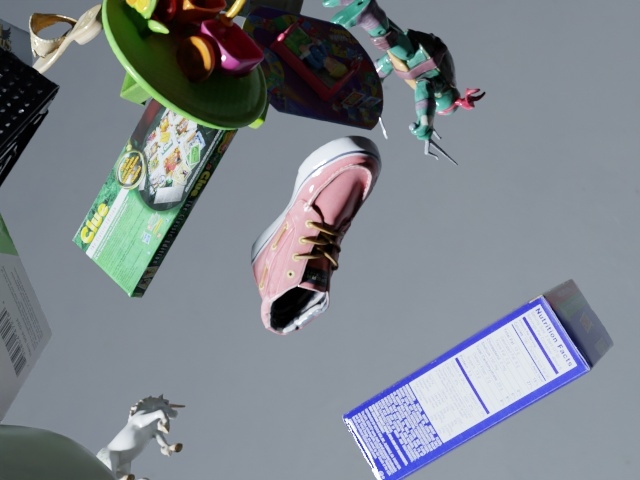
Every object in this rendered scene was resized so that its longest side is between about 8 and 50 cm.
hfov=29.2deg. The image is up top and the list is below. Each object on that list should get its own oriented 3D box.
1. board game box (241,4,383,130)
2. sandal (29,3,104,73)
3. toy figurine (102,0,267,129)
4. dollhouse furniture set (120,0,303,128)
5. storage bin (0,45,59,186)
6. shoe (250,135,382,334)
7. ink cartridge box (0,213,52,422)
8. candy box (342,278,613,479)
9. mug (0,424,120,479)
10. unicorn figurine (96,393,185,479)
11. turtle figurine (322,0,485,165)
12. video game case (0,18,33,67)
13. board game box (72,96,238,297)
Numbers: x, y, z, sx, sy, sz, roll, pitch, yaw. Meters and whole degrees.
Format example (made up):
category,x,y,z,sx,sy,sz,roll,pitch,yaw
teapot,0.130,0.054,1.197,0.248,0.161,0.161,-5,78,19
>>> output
category,x,y,z,sx,sy,sz,roll,pitch,yaw
board game box,0.001,-0.181,1.220,0.033,0.169,0.133,-41,51,44
sandal,-0.434,-0.347,2.003,0.240,0.079,0.088,-18,40,47
toy figurine,-0.055,-0.187,0.785,0.159,0.130,0.173,-43,74,34
dollhouse furniture set,-0.149,-0.333,1.830,0.151,0.198,0.301,-6,68,66
storage bin,-0.221,-0.019,0.614,0.084,0.122,0.180,34,118,-9
shoe,0.000,0.000,0.979,0.178,0.063,0.081,-51,37,41
ink cartridge box,-0.349,0.078,1.044,0.115,0.273,0.198,-13,113,12
candy box,0.220,0.187,1.652,0.317,0.268,0.122,-33,81,17
mug,-0.233,0.298,0.711,0.374,0.328,0.276,54,139,8
unicorn figurine,-0.197,0.220,1.354,0.162,0.060,0.111,-35,27,-26
turtle figurine,0.099,-0.203,1.464,0.118,0.234,0.175,-43,28,-4
video game case,-0.510,-0.219,1.397,0.270,0.244,0.061,-9,79,19
board game box,-0.216,-0.070,1.581,0.136,0.030,0.259,40,106,29
